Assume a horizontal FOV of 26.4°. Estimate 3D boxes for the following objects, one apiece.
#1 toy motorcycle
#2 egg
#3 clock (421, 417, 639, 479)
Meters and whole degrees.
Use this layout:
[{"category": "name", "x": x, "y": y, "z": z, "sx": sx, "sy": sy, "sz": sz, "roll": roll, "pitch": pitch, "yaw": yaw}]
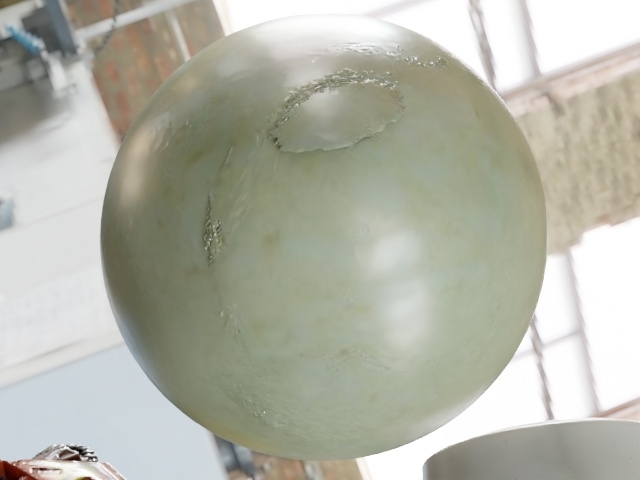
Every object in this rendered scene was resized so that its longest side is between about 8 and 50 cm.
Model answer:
[{"category": "toy motorcycle", "x": -0.281, "y": 0.302, "z": 1.500, "sx": 0.298, "sy": 0.171, "sz": 0.089, "roll": 26, "pitch": -60, "yaw": 57}, {"category": "egg", "x": 0.000, "y": 0.000, "z": 0.582, "sx": 0.253, "sy": 0.187, "sz": 0.186, "roll": 126, "pitch": -57, "yaw": -78}, {"category": "clock", "x": 0.208, "y": 0.224, "z": 1.227, "sx": 0.230, "sy": 0.231, "sz": 0.083, "roll": 87, "pitch": -1, "yaw": -69}]
